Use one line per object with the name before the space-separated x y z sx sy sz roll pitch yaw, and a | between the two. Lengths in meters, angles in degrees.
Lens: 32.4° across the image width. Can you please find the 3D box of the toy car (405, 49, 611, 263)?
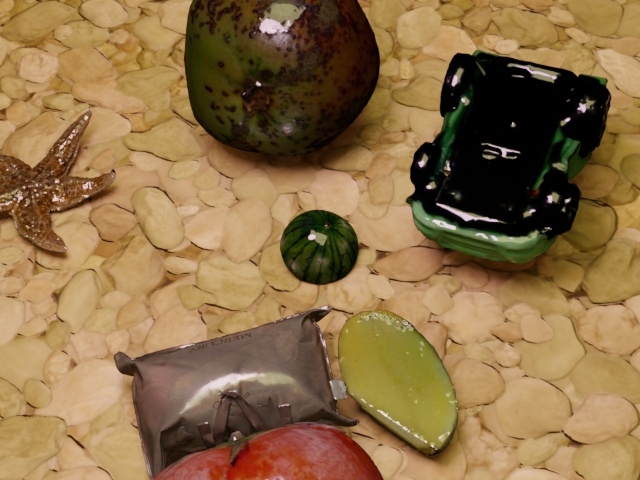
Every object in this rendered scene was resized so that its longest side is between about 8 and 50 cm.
toy car | 0.253 -0.118 1.452 0.213 0.176 0.358 15 59 16

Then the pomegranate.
pomegranate | -0.041 -0.273 1.548 0.285 0.285 0.340 9 31 11

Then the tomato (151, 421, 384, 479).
tomato | -0.048 0.309 1.096 0.265 0.265 0.265 -2 53 3

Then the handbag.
handbag | -0.099 0.179 1.286 0.270 0.117 0.182 -14 61 -2

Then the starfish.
starfish | -0.400 -0.072 1.530 0.236 0.062 0.277 36 61 26

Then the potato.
potato | 0.093 0.173 1.312 0.119 0.054 0.198 -34 62 -20

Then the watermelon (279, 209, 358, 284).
watermelon | 0.000 0.000 1.443 0.105 0.062 0.105 2 57 -4
